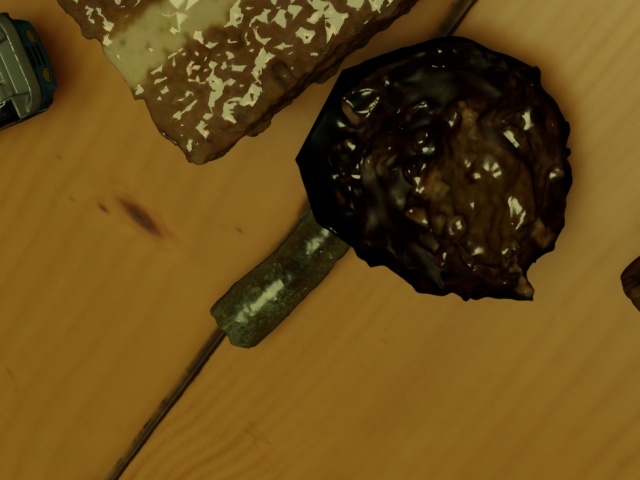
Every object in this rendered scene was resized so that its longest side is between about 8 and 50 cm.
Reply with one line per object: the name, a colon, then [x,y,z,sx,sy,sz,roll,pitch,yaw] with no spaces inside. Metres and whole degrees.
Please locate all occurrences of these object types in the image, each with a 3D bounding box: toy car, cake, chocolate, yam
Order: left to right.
toy car: [-0.313,-0.147,1.326,0.191,0.100,0.097,-17,98,40]
cake: [-0.057,-0.257,1.130,0.282,0.256,0.290,-34,95,20]
yam: [0.000,0.000,1.278,0.061,0.061,0.253,47,110,2]
chocolate: [0.113,-0.035,1.132,0.224,0.177,0.206,21,113,-17]

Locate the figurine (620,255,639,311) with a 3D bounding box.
figurine: [0.387,0.153,1.132,0.261,0.186,0.382,-34,96,27]
